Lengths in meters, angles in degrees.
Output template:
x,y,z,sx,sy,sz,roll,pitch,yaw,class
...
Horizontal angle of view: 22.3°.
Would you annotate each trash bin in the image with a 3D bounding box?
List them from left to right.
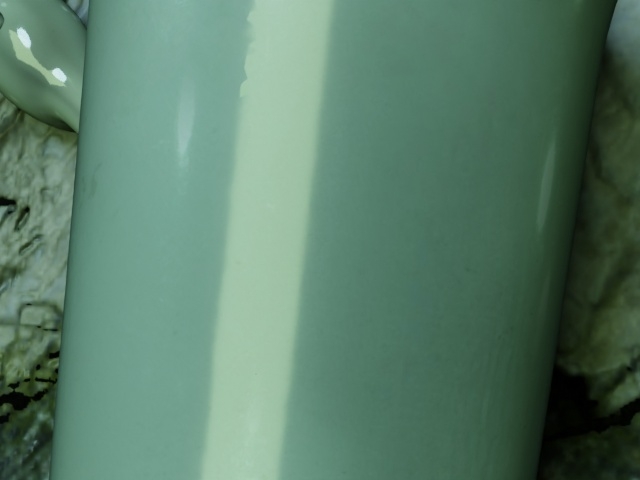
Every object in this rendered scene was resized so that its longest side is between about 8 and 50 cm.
x,y,z,sx,sy,sz,roll,pitch,yaw,class
0.000,0.000,0.852,0.280,0.280,0.431,5,86,25,trash bin

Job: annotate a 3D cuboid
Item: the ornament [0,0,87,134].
x,y,z,sx,sy,sz,roll,pitch,yaw,class
-0.166,-0.102,1.055,0.075,0.081,0.156,-38,67,-23,ornament
